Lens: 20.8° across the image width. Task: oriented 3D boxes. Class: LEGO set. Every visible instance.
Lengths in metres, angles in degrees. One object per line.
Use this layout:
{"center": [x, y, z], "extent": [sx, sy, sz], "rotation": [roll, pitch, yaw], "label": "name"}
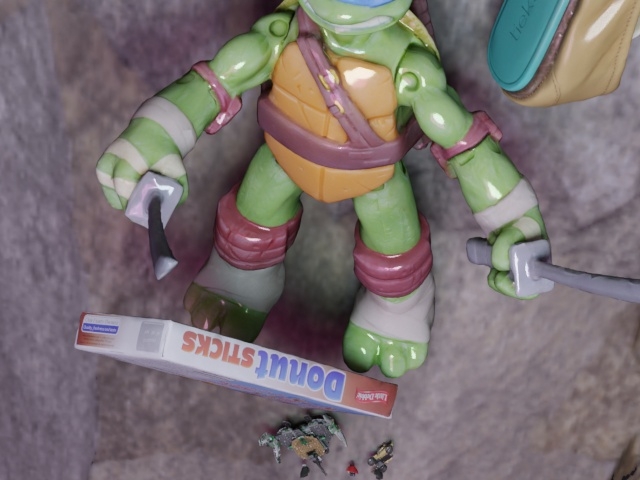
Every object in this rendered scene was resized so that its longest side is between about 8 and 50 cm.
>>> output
{"center": [0.003, 0.123, 1.063], "extent": [0.083, 0.023, 0.054], "rotation": [25, 130, -23], "label": "LEGO set"}

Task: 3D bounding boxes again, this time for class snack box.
{"center": [-0.039, 0.066, 0.896], "extent": [0.064, 0.022, 0.178], "rotation": [2, 168, 41], "label": "snack box"}

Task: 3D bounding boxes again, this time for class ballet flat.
{"center": [0.145, -0.162, 0.806], "extent": [0.073, 0.080, 0.232], "rotation": [1, 134, -24], "label": "ballet flat"}

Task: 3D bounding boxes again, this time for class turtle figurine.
{"center": [0.000, 0.000, 0.840], "extent": [0.198, 0.274, 0.266], "rotation": [-17, 151, -14], "label": "turtle figurine"}
